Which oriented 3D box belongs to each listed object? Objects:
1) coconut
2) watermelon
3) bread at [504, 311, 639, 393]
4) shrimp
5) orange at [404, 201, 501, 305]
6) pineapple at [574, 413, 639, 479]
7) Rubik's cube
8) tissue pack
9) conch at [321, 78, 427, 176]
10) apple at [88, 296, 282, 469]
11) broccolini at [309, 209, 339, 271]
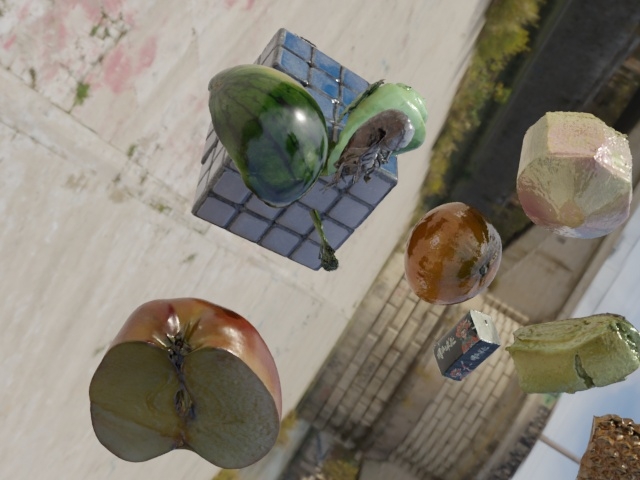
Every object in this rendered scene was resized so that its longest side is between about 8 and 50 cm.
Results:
[{"bbox_3d":[0.511,-0.124,1.545,0.233,0.233,0.245,114,-6,-45],"label":"coconut"},{"bbox_3d":[-0.056,-0.158,1.116,0.127,0.232,0.204,-25,-156,26],"label":"watermelon"},{"bbox_3d":[0.480,0.218,1.462,0.186,0.124,0.257,-21,-176,-41],"label":"bread"},{"bbox_3d":[0.056,-0.106,0.989,0.056,0.065,0.165,-4,143,-44],"label":"shrimp"},{"bbox_3d":[0.290,0.032,1.661,0.240,0.171,0.240,-26,128,-39],"label":"orange"},{"bbox_3d":[0.781,0.547,1.774,0.223,0.357,0.223,-39,136,-51],"label":"pineapple"},{"bbox_3d":[-0.055,-0.199,1.740,0.344,0.344,0.337,-48,-155,37],"label":"Rubik's cube"},{"bbox_3d":[0.371,0.270,1.974,0.170,0.090,0.103,-55,-149,35],"label":"tissue pack"},{"bbox_3d":[0.102,-0.225,1.485,0.250,0.137,0.143,-16,168,-24],"label":"conch"},{"bbox_3d":[-0.247,0.279,1.451,0.328,0.295,0.365,-25,135,-32],"label":"apple"},{"bbox_3d":[0.000,0.000,1.404,0.035,0.140,0.030,-23,143,1],"label":"broccolini"}]
